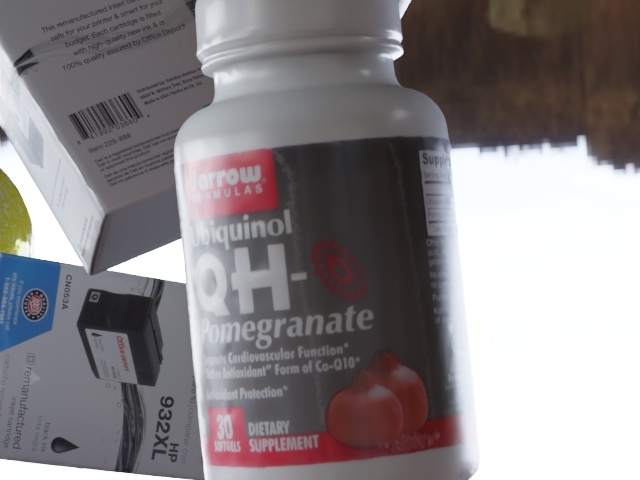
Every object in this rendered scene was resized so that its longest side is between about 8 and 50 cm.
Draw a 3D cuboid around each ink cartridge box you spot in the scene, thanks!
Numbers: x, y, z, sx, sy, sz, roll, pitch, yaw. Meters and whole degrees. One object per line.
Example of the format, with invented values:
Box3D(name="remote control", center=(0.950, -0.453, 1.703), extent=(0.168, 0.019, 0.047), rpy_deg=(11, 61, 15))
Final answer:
Box3D(name="ink cartridge box", center=(-0.189, -0.144, 1.597), extent=(0.211, 0.289, 0.121), rpy_deg=(-23, -21, -26))
Box3D(name="ink cartridge box", center=(-0.247, 0.146, 1.900), extent=(0.307, 0.223, 0.129), rpy_deg=(11, -7, -26))

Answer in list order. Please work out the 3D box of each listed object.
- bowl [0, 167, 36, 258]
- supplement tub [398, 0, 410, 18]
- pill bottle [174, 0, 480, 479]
Box3D(name="bowl", center=(-0.482, -0.028, 2.044), extent=(0.289, 0.290, 0.156), rpy_deg=(1, -33, -14))
Box3D(name="supplement tub", center=(0.010, -0.200, 1.379), extent=(0.117, 0.190, 0.117), rpy_deg=(28, -13, 7))
Box3D(name="pill bottle", center=(0.000, 0.000, 1.069), extent=(0.176, 0.319, 0.176), rpy_deg=(-6, -2, 0))
